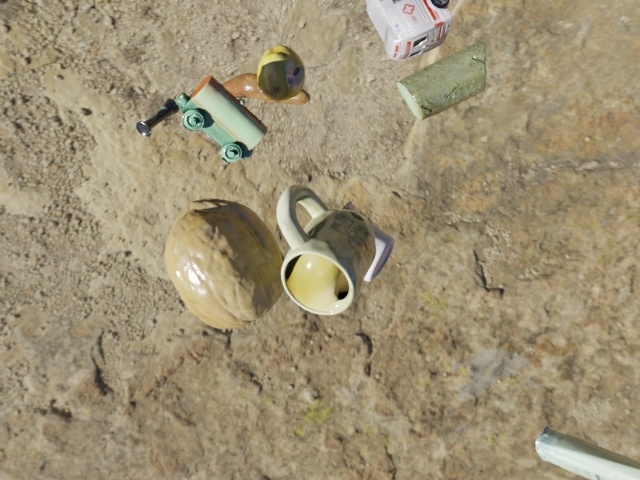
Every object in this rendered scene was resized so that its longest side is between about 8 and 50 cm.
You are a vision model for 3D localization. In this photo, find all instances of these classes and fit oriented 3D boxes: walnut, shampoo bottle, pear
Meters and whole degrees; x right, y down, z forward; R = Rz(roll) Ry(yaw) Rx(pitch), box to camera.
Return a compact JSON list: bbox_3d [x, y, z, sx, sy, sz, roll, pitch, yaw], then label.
[{"bbox_3d":[-0.226,0.047,1.223,0.251,0.277,0.313,-25,98,47],"label":"walnut"},{"bbox_3d":[0.402,0.311,0.697,0.072,0.212,0.049,38,70,-35],"label":"shampoo bottle"},{"bbox_3d":[-0.132,-0.561,1.731,0.177,0.178,0.178,-1,111,-3],"label":"pear"}]

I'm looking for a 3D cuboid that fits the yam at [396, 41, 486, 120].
[{"bbox_3d":[0.416,-0.521,1.700,0.304,0.168,0.168,-25,110,1],"label":"yam"}]

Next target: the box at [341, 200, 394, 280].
[{"bbox_3d":[0.124,0.042,1.842,0.206,0.262,0.291,30,82,18],"label":"box"}]

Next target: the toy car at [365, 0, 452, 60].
[{"bbox_3d":[0.121,-0.396,0.825,0.108,0.089,0.210,-25,81,-3],"label":"toy car"}]

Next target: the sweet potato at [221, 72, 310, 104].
[{"bbox_3d":[-0.211,-0.554,1.877,0.353,0.106,0.095,3,155,-3],"label":"sweet potato"}]

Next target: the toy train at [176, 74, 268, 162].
[{"bbox_3d":[-0.297,-0.373,1.593,0.177,0.116,0.285,-39,122,17],"label":"toy train"}]

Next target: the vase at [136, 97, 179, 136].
[{"bbox_3d":[-0.544,-0.413,1.733,0.059,0.167,0.059,17,138,17],"label":"vase"}]

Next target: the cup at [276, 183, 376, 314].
[{"bbox_3d":[-0.009,0.014,1.126,0.255,0.202,0.173,37,127,-4],"label":"cup"}]
